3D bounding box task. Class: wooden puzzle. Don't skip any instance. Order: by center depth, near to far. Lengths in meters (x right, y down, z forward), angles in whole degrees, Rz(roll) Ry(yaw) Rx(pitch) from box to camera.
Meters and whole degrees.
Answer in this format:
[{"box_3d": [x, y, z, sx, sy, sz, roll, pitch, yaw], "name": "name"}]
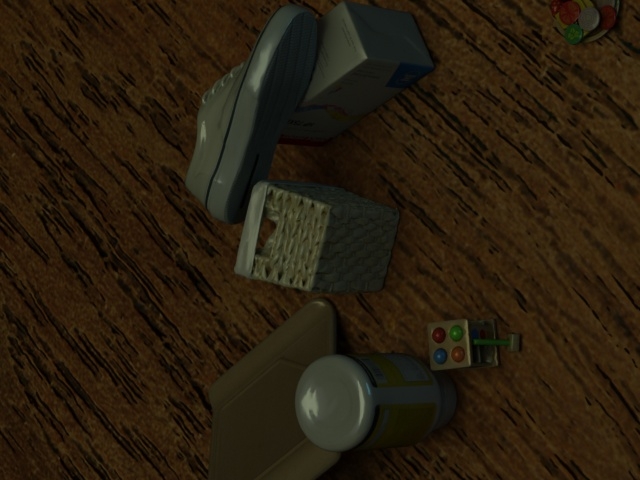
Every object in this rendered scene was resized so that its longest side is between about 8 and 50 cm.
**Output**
[{"box_3d": [-0.051, 0.210, 2.078, 0.221, 0.044, 0.239, -41, 33, 29], "name": "wooden puzzle"}]

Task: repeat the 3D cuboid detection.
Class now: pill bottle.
[{"box_3d": [0.065, 0.172, 1.943, 0.103, 0.184, 0.103, -3, 86, 38], "name": "pill bottle"}]

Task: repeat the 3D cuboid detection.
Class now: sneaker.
[{"box_3d": [-0.087, -0.146, 1.967, 0.091, 0.094, 0.258, 33, 111, 27], "name": "sneaker"}]

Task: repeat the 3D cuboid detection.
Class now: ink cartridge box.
[{"box_3d": [-0.004, -0.173, 2.049, 0.231, 0.134, 0.078, -34, 70, 33], "name": "ink cartridge box"}]

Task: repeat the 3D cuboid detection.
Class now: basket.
[{"box_3d": [0.000, 0.000, 2.019, 0.103, 0.167, 0.113, 18, 98, 33], "name": "basket"}]

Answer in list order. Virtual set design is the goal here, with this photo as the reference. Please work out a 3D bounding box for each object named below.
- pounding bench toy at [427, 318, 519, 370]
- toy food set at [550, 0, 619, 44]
[{"box_3d": [0.164, 0.110, 1.944, 0.083, 0.065, 0.052, -10, 81, 37], "name": "pounding bench toy"}, {"box_3d": [0.279, -0.248, 1.903, 0.083, 0.020, 0.082, -42, 64, 28], "name": "toy food set"}]
